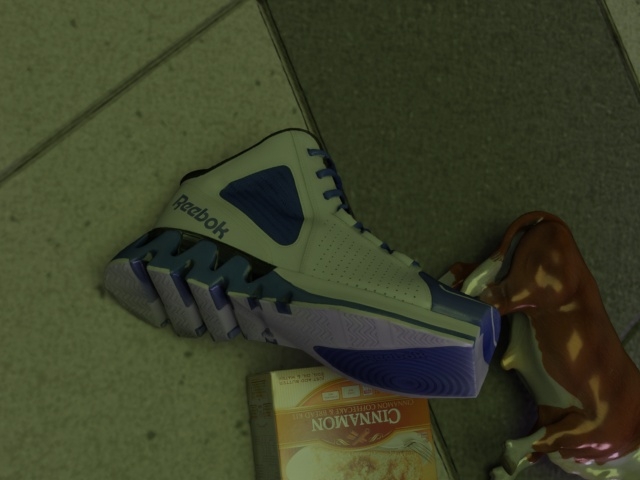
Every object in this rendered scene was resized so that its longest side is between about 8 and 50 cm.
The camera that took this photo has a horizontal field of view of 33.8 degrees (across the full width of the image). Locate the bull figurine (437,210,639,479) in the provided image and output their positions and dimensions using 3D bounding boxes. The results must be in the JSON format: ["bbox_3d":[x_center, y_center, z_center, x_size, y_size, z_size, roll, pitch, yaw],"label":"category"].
[{"bbox_3d":[0.222,0.131,0.972,0.188,0.101,0.310,-23,84,-18],"label":"bull figurine"}]

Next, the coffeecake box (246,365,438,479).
[{"bbox_3d":[0.022,0.198,0.898,0.142,0.068,0.185,-4,82,-23],"label":"coffeecake box"}]

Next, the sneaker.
[{"bbox_3d":[-0.001,0.000,0.857,0.315,0.127,0.182,14,60,14],"label":"sneaker"}]
